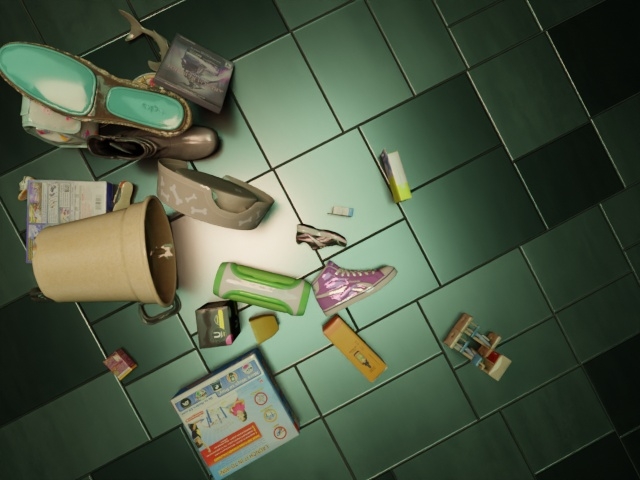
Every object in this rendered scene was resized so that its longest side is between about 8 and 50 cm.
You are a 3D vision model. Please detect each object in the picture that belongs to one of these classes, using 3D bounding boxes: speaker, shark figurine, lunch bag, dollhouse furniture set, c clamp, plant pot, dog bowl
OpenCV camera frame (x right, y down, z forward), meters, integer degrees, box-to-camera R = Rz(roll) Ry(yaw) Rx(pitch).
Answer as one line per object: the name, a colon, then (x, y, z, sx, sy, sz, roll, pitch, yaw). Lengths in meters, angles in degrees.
speaker: (-0.186, 0.157, 1.313, 0.297, 0.131, 0.131, 14, 89, -2)
shark figurine: (-0.512, -0.619, 1.303, 0.166, 0.116, 0.278, -27, 86, -17)
lunch bag: (-0.789, -0.411, 1.222, 0.160, 0.262, 0.223, 1, 89, -2)
dollhouse furniture set: (0.516, 0.336, 1.314, 0.129, 0.184, 0.128, 35, 88, -2)
c clamp: (-0.540, 0.201, 1.354, 0.161, 0.022, 0.137, -31, 96, -4)
plant pot: (-0.183, 0.285, 1.340, 0.084, 0.081, 0.081, -21, 91, -12)
dog bowl: (-0.317, -0.134, 1.213, 0.349, 0.348, 0.102, 22, 102, -2)
plant pot: (-0.615, 0.051, 1.181, 0.306, 0.334, 0.333, -8, 90, -7)

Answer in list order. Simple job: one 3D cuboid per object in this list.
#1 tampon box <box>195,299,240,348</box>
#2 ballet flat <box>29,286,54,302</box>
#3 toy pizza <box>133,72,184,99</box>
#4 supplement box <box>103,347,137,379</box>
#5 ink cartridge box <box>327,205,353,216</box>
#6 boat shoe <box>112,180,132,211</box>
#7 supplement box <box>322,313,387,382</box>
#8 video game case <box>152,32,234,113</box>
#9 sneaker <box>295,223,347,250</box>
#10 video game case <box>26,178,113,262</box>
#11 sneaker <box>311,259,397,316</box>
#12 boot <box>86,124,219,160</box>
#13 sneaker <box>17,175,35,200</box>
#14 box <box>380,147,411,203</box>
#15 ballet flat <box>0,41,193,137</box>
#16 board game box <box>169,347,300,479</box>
tampon box: (-0.322, 0.260, 1.291, 0.102, 0.161, 0.120, -7, 91, -2)
ballet flat: (-0.858, 0.180, 1.333, 0.173, 0.049, 0.057, 4, 45, -3)
toy pizza: (-0.554, -0.459, 1.346, 0.202, 0.032, 0.201, 0, 90, -3)
supplement box: (-0.658, 0.406, 1.335, 0.055, 0.043, 0.083, -41, 92, -2)
ink cartridge box: (0.066, -0.099, 1.363, 0.084, 0.048, 0.028, 8, 90, -3)
boat shoe: (-0.656, -0.131, 1.337, 0.043, 0.049, 0.136, 17, 92, 40)
supplement box: (0.112, 0.356, 1.352, 0.078, 0.080, 0.233, -44, 90, -1)
video game case: (-0.377, -0.515, 1.243, 0.196, 0.026, 0.274, 21, 46, -23)
sneaker: (0.000, 0.000, 1.360, 0.179, 0.072, 0.077, 16, 101, 6)
video game case: (-0.810, -0.059, 1.320, 0.245, 0.061, 0.269, 1, 90, -4)
sneaker: (0.104, 0.118, 1.341, 0.282, 0.102, 0.160, -27, 88, -2)
boot: (-0.498, -0.286, 1.244, 0.339, 0.222, 0.118, -4, 109, 1)
sneaker: (-0.970, -0.172, 1.333, 0.037, 0.032, 0.083, 24, 84, 11)
box: (0.248, -0.215, 1.341, 0.043, 0.109, 0.178, -17, 91, 2)
ballet flat: (-0.605, -0.400, 1.146, 0.484, 0.182, 0.163, 14, 95, -16)
board game box: (-0.272, 0.562, 1.330, 0.309, 0.086, 0.301, -28, 91, -2)
